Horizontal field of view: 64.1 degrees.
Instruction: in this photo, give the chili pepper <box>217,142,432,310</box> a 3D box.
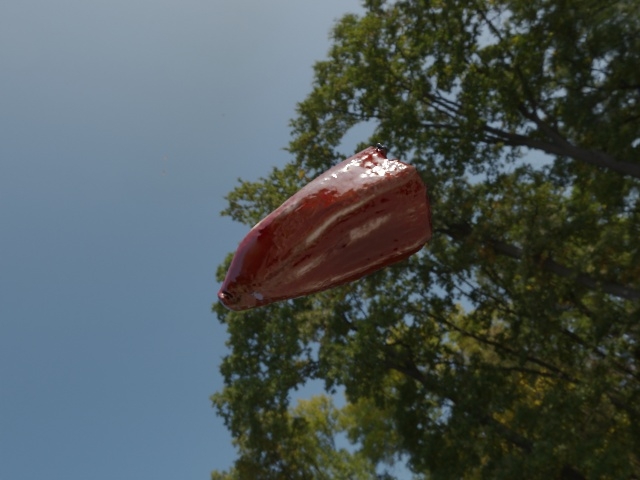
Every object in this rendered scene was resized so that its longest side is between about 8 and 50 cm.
[{"bbox_3d":[0.000,0.000,0.567,0.252,0.144,0.136,-28,-88,-15],"label":"chili pepper"}]
